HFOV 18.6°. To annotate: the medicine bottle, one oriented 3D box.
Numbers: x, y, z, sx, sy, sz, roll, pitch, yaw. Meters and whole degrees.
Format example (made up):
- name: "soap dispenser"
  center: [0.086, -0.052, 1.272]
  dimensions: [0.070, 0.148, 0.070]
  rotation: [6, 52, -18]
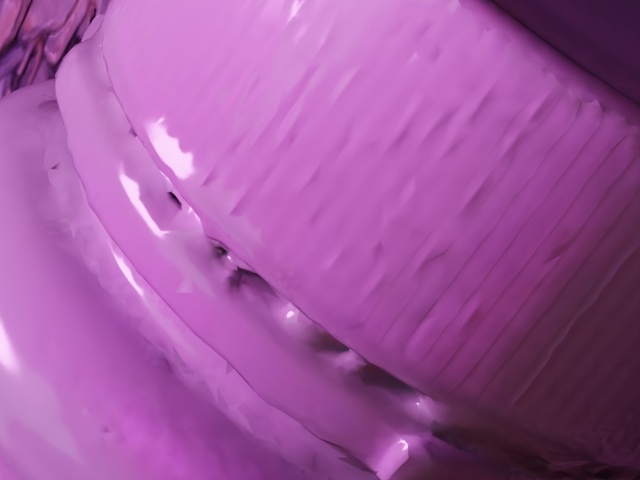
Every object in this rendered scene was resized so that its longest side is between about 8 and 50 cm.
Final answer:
- name: "medicine bottle"
  center: [-0.009, 0.046, 0.583]
  dimensions: [0.325, 0.256, 0.256]
  rotation: [-55, 36, 26]
